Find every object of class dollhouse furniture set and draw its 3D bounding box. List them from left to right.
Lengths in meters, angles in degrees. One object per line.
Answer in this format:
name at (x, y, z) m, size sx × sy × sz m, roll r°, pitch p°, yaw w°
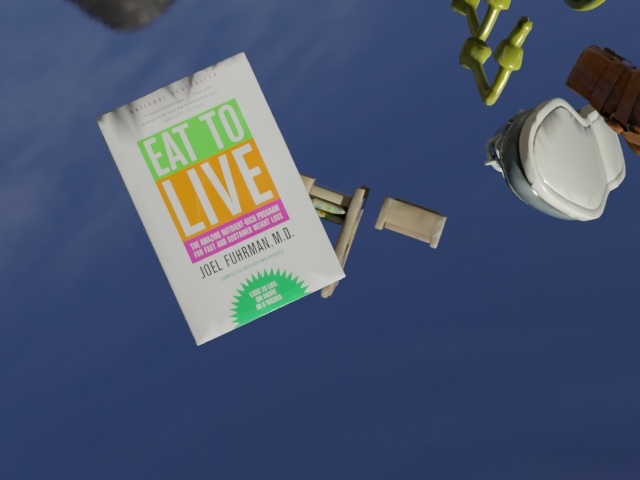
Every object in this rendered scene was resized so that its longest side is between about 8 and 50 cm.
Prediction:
dollhouse furniture set at (0.000, 0.000, 1.474) m, size 0.182 × 0.101 × 0.161 m, roll 19°, pitch -175°, yaw 6°

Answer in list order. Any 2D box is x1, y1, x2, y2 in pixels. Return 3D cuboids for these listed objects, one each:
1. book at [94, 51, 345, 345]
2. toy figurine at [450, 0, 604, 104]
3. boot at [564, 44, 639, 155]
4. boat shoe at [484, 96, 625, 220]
book at (-0.059, -0.024, 1.037) m, size 0.096 × 0.144 × 0.035 m, roll -25°, pitch -178°, yaw -9°
toy figurine at (0.071, -0.292, 1.187) m, size 0.191 × 0.217 × 0.362 m, roll -43°, pitch -150°, yaw 32°
boot at (0.275, -0.110, 1.447) m, size 0.073 × 0.152 × 0.197 m, roll -51°, pitch 179°, yaw -12°
boat shoe at (0.211, -0.071, 1.678) m, size 0.099 × 0.116 × 0.319 m, roll -16°, pitch -178°, yaw 22°
